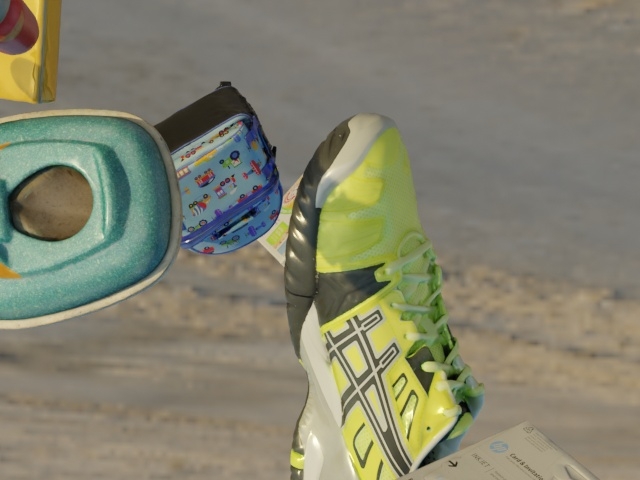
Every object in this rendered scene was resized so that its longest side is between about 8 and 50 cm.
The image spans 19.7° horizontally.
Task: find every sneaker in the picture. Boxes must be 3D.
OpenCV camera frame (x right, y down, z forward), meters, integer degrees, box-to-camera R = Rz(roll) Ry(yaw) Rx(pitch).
[{"bbox_3d":[0.064,0.084,1.485,0.147,0.385,0.145,8,-157,30],"label":"sneaker"}]

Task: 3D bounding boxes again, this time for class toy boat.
[{"bbox_3d":[-0.268,-0.082,1.604,0.267,0.318,0.148,-15,168,8],"label":"toy boat"}]

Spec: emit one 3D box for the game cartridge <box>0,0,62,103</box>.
[{"bbox_3d":[-0.406,-0.326,2.044,0.285,0.324,0.052,10,-171,24],"label":"game cartridge"}]

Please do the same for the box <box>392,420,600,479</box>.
[{"bbox_3d":[0.108,0.202,1.245,0.186,0.038,0.145,-22,-144,-25],"label":"box"}]

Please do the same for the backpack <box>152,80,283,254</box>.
[{"bbox_3d":[-0.113,-0.055,1.969,0.158,0.117,0.173,-29,128,-5],"label":"backpack"}]

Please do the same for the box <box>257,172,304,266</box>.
[{"bbox_3d":[0.000,0.000,2.374,0.103,0.114,0.203,42,179,-17],"label":"box"}]
